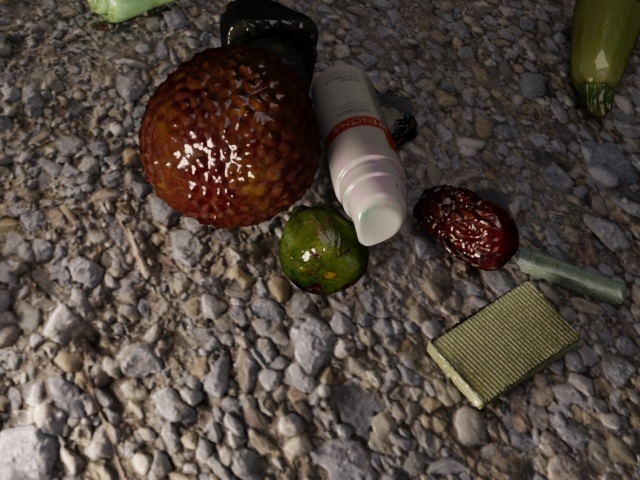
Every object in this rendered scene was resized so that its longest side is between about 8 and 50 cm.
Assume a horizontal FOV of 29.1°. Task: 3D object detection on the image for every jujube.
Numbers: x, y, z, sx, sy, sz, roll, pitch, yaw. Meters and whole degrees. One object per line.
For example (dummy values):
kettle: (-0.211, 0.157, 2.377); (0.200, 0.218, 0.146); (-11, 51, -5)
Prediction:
jujube: (0.217, -0.025, 1.789); (0.104, 0.104, 0.166); (-31, 62, -33)

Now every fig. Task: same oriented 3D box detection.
fig: (0.000, 0.000, 1.703); (0.123, 0.123, 0.156); (3, 41, -12)

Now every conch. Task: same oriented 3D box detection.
conch: (-0.311, -0.403, 1.996); (0.170, 0.079, 0.106); (-13, 60, -42)

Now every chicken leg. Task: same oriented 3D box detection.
chicken leg: (0.089, -0.114, 1.864); (0.106, 0.051, 0.253); (22, 48, -3)

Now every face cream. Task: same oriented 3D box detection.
face cream: (0.056, -0.126, 1.739); (0.102, 0.102, 0.345); (2, 35, -12)

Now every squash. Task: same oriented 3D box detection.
squash: (0.473, -0.329, 2.093); (0.137, 0.137, 0.287); (22, 51, 5)

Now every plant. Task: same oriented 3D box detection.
plant: (-0.083, -0.281, 1.892); (0.141, 0.164, 0.256); (1, 39, -14)

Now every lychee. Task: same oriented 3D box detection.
lychee: (-0.120, -0.136, 1.688); (0.260, 0.261, 0.261); (7, 49, -8)

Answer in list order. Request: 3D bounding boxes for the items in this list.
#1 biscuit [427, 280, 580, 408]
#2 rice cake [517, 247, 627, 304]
biscuit: (0.252, 0.142, 1.696); (0.199, 0.040, 0.121); (-27, 64, -30)
rice cake: (0.366, 0.053, 1.806); (0.170, 0.029, 0.033); (21, 53, 3)
